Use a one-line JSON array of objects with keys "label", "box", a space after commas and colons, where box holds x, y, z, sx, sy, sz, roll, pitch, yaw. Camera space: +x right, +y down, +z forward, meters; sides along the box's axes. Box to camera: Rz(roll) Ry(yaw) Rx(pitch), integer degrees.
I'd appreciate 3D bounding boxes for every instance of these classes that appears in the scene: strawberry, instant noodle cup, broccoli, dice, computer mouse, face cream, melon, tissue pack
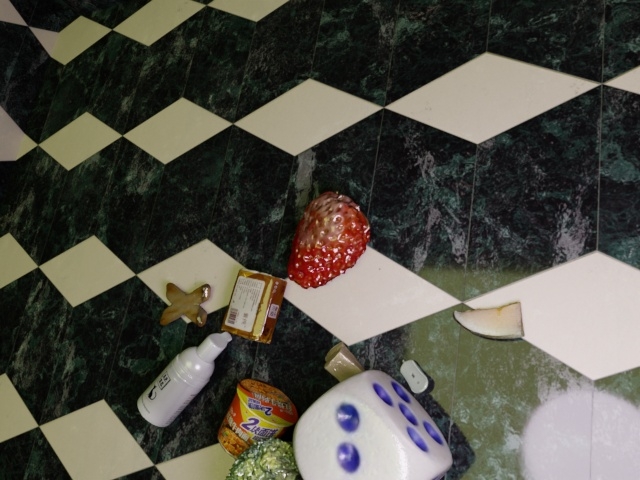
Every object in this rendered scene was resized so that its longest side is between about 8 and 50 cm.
[{"label": "strawberry", "box": [0.000, 0.000, 1.635, 0.265, 0.149, 0.336, 37, 93, 31]}, {"label": "instant noodle cup", "box": [-0.200, 0.554, 1.528, 0.213, 0.213, 0.174, 37, 102, 33]}, {"label": "broccoli", "box": [-0.122, 0.659, 1.376, 0.260, 0.288, 0.235, -17, 66, 46]}, {"label": "dice", "box": [0.132, 0.527, 1.280, 0.277, 0.304, 0.304, -46, 60, 8]}, {"label": "computer mouse", "box": [0.266, 0.384, 1.426, 0.056, 0.032, 0.110, -42, 48, 8]}, {"label": "face cream", "box": [-0.455, 0.454, 1.722, 0.369, 0.145, 0.145, -49, 58, 6]}, {"label": "melon", "box": [0.456, 0.225, 1.368, 0.183, 0.054, 0.097, -13, 61, 24]}, {"label": "tissue pack", "box": [-0.227, 0.220, 1.713, 0.184, 0.092, 0.225, 10, 77, 31]}]

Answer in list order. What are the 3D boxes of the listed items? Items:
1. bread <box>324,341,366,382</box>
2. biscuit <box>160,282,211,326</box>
[{"label": "bread", "box": [0.088, 0.392, 1.524, 0.152, 0.105, 0.077, 44, 97, 0]}, {"label": "biscuit", "box": [-0.504, 0.240, 1.881, 0.208, 0.047, 0.164, -2, 71, 28]}]
